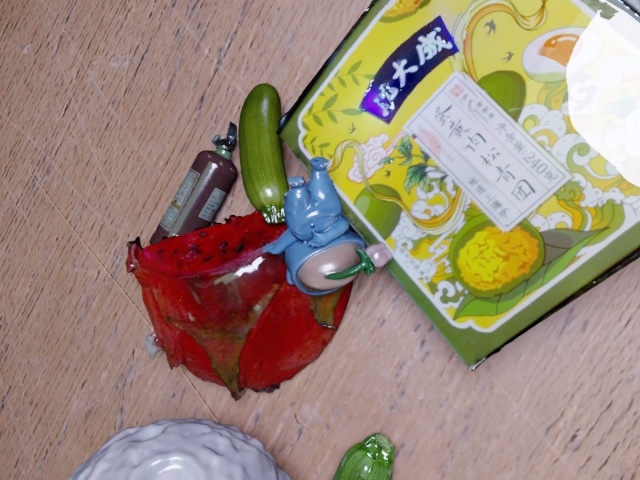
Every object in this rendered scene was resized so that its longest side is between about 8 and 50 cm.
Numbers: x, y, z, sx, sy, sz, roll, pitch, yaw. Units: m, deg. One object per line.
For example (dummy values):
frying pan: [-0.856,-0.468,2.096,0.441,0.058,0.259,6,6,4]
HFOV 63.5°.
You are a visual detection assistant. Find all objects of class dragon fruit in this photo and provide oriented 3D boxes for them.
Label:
dragon fruit: [-0.099,0.093,0.742,0.343,0.100,0.282,-16,96,2]

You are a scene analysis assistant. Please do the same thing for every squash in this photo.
squash: [0.043,0.369,0.713,0.077,0.068,0.219,23,92,28]
squash: [-0.085,-0.135,0.761,0.069,0.069,0.258,-15,60,15]

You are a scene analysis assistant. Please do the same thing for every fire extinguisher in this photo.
fire extinguisher: [-0.185,-0.077,0.804,0.071,0.099,0.231,30,96,-1]

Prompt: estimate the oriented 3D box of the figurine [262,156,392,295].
figurine: [0.005,0.000,0.622,0.114,0.178,0.144,-28,37,-24]

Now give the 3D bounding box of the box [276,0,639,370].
box: [0.198,-0.121,0.619,0.373,0.138,0.420,-46,73,29]

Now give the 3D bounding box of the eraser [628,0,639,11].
eraser: [0.299,-0.334,0.684,0.174,0.095,0.270,-18,82,18]

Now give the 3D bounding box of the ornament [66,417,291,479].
ornament: [-0.190,0.393,0.646,0.337,0.337,0.337,-1,85,16]
